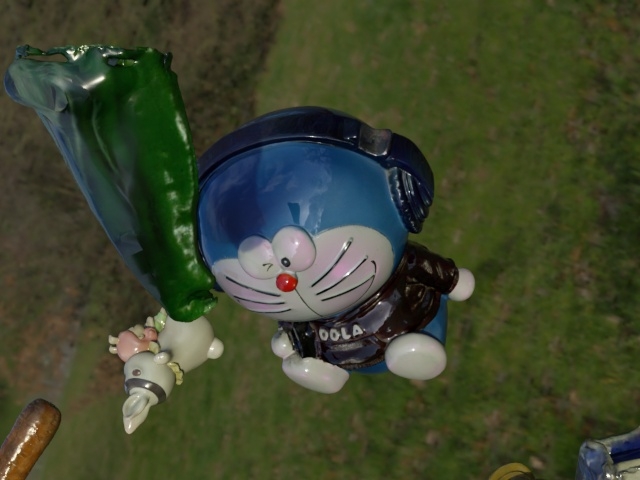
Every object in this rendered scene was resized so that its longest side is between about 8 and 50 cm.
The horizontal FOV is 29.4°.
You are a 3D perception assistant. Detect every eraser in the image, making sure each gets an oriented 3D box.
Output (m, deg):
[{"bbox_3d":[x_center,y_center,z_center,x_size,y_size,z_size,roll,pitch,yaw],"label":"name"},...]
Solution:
[{"bbox_3d":[0.457,0.416,1.820,0.101,0.155,0.332,-116,19,-50],"label":"eraser"}]

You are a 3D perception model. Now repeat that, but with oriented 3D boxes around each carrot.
[{"bbox_3d":[-0.347,0.259,1.333,0.191,0.047,0.047,-58,22,-8],"label":"carrot"}]

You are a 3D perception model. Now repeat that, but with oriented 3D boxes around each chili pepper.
[{"bbox_3d":[-0.118,-0.040,0.778,0.108,0.216,0.062,-5,34,34],"label":"chili pepper"}]

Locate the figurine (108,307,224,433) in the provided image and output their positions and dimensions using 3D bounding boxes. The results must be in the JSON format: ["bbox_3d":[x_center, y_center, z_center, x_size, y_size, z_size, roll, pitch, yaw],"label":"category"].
[{"bbox_3d":[-0.189,0.139,1.352,0.098,0.081,0.146,24,53,37],"label":"figurine"}]

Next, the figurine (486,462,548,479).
[{"bbox_3d":[0.262,0.376,1.379,0.274,0.194,0.133,46,145,48],"label":"figurine"}]

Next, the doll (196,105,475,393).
[{"bbox_3d":[0.000,0.000,1.285,0.284,0.310,0.240,-23,40,25],"label":"doll"}]
